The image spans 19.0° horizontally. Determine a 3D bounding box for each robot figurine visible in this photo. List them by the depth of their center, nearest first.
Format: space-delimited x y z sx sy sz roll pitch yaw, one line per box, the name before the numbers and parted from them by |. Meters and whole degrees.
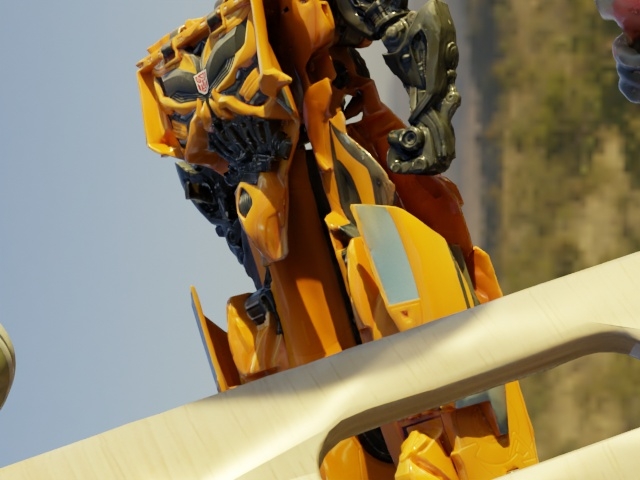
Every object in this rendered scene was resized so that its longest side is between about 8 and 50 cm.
robot figurine | 0.000 0.000 0.889 0.211 0.085 0.291 -27 79 50

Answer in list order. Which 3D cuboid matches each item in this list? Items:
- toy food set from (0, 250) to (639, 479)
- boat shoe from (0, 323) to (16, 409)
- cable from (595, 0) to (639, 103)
toy food set | 0.045 0.145 0.466 0.092 0.220 0.306 -124 21 -49
boat shoe | -0.262 0.061 0.854 0.094 0.302 0.109 32 106 47
cable | 0.243 -0.118 0.864 0.139 0.287 0.072 -56 -43 -35
